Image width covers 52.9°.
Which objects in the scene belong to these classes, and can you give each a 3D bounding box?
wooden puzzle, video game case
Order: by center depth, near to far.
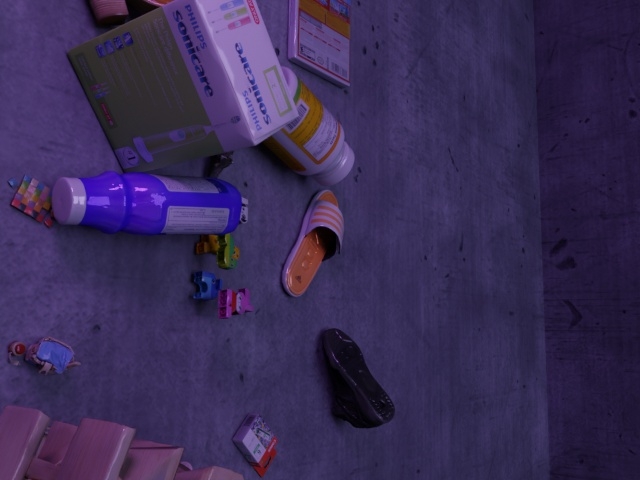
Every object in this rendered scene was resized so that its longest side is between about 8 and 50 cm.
[{"bbox_3d":[-0.397,-0.058,0.893,0.083,0.006,0.049,40,56,-43],"label":"wooden puzzle"},{"bbox_3d":[0.002,-0.511,1.455,0.204,0.025,0.285,11,77,-51],"label":"video game case"}]

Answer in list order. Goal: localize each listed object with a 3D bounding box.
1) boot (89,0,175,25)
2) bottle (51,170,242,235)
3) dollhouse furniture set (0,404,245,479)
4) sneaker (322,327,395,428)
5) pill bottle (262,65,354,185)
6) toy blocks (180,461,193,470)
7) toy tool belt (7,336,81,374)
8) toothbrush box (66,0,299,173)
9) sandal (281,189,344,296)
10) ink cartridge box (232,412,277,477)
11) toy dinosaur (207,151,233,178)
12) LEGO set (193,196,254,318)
[{"bbox_3d":[-0.279,-0.424,1.014,0.197,0.073,0.152,-15,92,-37],"label":"boot"},{"bbox_3d":[-0.258,-0.055,0.980,0.283,0.118,0.092,-1,106,-47],"label":"bottle"},{"bbox_3d":[-0.246,0.362,0.715,0.362,0.394,0.256,43,54,-44],"label":"dollhouse furniture set"},{"bbox_3d":[0.053,0.305,1.384,0.087,0.130,0.227,-24,77,-46],"label":"sneaker"},{"bbox_3d":[-0.038,-0.215,1.274,0.246,0.136,0.136,40,55,-43],"label":"pill bottle"},{"bbox_3d":[-0.223,0.423,1.021,0.148,0.054,0.123,52,47,-35],"label":"toy blocks"},{"bbox_3d":[-0.369,0.155,0.866,0.083,0.051,0.052,35,59,-45],"label":"toy tool belt"},{"bbox_3d":[-0.203,-0.229,0.941,0.122,0.283,0.206,-43,118,-46],"label":"toothbrush box"},{"bbox_3d":[0.005,0.007,1.352,0.102,0.076,0.265,50,49,-37],"label":"sandal"},{"bbox_3d":[-0.112,0.382,1.192,0.063,0.029,0.115,-54,126,-41],"label":"ink cartridge box"},{"bbox_3d":[-0.163,-0.220,1.119,0.160,0.121,0.313,-107,-173,-61],"label":"toy dinosaur"},{"bbox_3d":[-0.162,0.033,1.129,0.093,0.087,0.227,22,62,-53],"label":"LEGO set"}]
